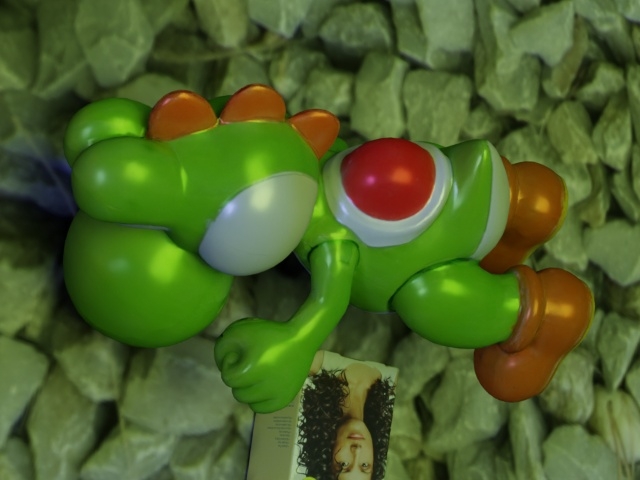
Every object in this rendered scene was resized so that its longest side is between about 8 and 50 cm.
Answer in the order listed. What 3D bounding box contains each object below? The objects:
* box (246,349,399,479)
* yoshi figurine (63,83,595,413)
[{"bbox_3d":[-0.008,0.194,1.114,0.087,0.058,0.232,14,78,-34],"label":"box"},{"bbox_3d":[-0.015,0.009,1.060,0.362,0.203,0.203,14,93,-29],"label":"yoshi figurine"}]
